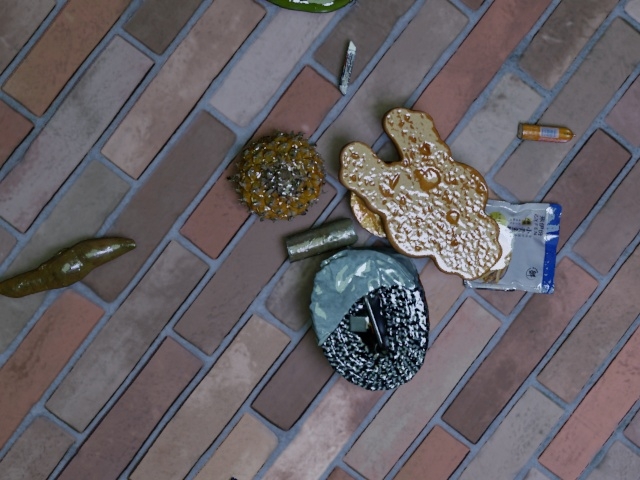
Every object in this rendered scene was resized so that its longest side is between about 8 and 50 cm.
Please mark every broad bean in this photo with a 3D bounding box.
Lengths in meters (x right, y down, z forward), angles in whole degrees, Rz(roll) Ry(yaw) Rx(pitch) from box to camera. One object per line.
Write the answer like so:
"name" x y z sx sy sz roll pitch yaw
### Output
"broad bean" -0.061 -0.445 1.561 0.255 0.046 0.065 14 85 -7

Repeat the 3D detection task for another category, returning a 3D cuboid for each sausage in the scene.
"sausage" 0.420 -0.197 1.621 0.107 0.031 0.031 5 93 -5

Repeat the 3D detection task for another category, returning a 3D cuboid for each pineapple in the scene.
"pineapple" -0.070 -0.110 1.534 0.176 0.137 0.161 -25 95 -4

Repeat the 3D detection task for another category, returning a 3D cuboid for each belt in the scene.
"belt" 0.088 0.131 1.557 0.207 0.150 0.257 -18 94 6

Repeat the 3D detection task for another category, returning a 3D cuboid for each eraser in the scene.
"eraser" 0.048 -0.311 1.587 0.019 0.027 0.099 14 93 -3

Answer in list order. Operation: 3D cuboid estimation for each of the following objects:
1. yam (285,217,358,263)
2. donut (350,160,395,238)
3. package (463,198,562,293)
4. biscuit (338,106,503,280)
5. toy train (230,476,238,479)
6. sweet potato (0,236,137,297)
"yam" 0.000 0.000 1.589 0.132 0.054 0.054 -18 94 -1
"donut" 0.127 -0.072 1.591 0.152 0.058 0.152 0 93 -4
"package" 0.357 0.010 1.629 0.173 0.027 0.171 4 93 -1
"biscuit" 0.187 -0.073 1.542 0.202 0.047 0.334 -42 93 -3
"toy train" -0.181 0.475 1.619 0.017 0.017 0.083 37 90 -3
"sweet potato" -0.456 0.049 1.551 0.274 0.067 0.067 -21 95 -3
